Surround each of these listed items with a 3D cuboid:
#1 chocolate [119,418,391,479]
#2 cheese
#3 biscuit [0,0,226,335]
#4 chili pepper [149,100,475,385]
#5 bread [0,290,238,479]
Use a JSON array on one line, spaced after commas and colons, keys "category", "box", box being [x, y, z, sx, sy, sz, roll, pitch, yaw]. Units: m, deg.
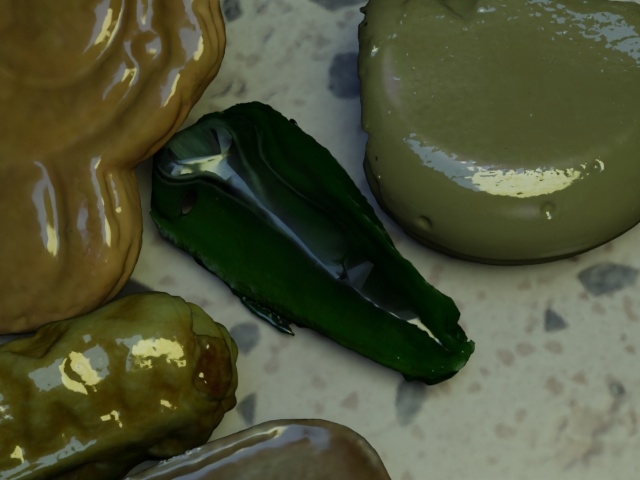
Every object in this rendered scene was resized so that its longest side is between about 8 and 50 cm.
[{"category": "chocolate", "box": [-0.068, 0.197, 0.589, 0.261, 0.083, 0.161, -18, 57, -4]}, {"category": "cheese", "box": [0.122, -0.071, 0.670, 0.202, 0.091, 0.175, -2, 70, 0]}, {"category": "biscuit", "box": [-0.186, -0.132, 0.675, 0.269, 0.051, 0.376, -11, 78, 18]}, {"category": "chili pepper", "box": [0.000, 0.001, 0.666, 0.216, 0.062, 0.108, 39, 76, 12]}, {"category": "bread", "box": [-0.170, 0.104, 0.617, 0.269, 0.087, 0.098, -21, 99, -5]}]
